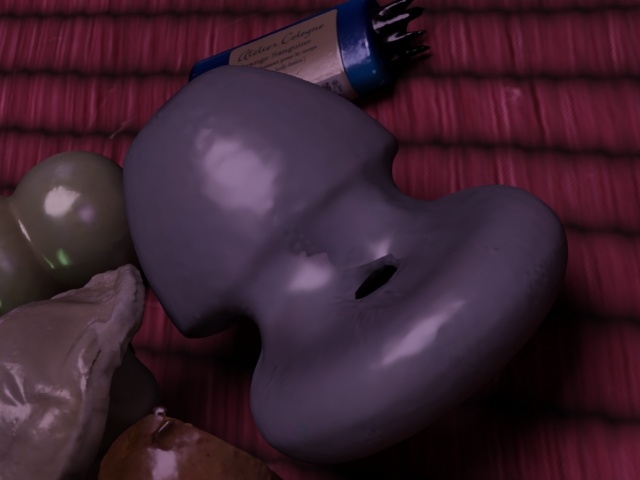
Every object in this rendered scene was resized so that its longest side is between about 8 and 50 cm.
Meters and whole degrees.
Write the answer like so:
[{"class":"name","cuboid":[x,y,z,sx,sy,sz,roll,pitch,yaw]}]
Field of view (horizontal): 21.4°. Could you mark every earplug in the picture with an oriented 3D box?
[{"class":"earplug","cuboid":[0.005,0.008,1.019,0.214,0.175,0.325,-41,43,-13]}]

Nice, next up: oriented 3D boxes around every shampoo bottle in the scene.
[{"class":"shampoo bottle","cuboid":[-0.008,-0.127,1.236,0.183,0.050,0.087,-19,43,18]}]

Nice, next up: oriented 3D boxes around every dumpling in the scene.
[{"class":"dumpling","cuboid":[-0.159,0.098,1.029,0.136,0.118,0.199,8,68,58]}]

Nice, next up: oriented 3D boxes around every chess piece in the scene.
[{"class":"chess piece","cuboid":[-0.237,0.026,1.201,0.251,0.144,0.144,-32,43,-2]}]

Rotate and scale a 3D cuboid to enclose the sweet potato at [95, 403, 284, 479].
[{"class":"sweet potato","cuboid":[-0.074,0.255,0.898,0.131,0.131,0.337,-18,47,19]}]
